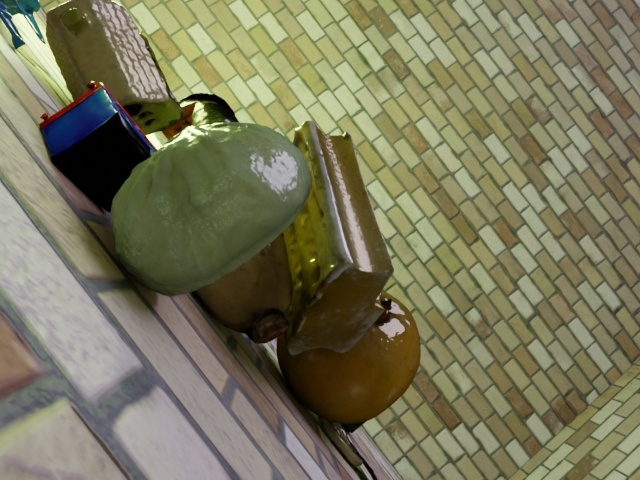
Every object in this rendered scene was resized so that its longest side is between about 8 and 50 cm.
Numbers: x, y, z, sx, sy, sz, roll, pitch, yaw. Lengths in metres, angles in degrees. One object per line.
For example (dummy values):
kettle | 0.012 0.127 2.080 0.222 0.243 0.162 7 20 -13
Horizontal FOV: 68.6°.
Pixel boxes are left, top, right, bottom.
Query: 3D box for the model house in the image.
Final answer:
model house | -0.377 -0.289 0.828 0.234 0.175 0.193 -114 -179 -85

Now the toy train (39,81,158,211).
toy train | -0.212 -0.070 0.537 0.131 0.083 0.204 45 -9 42

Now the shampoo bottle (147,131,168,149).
shampoo bottle | -0.384 -0.178 1.138 0.278 0.104 0.104 47 -9 34

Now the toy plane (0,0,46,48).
toy plane | -0.497 -0.420 0.682 0.271 0.105 0.254 99 -32 -74

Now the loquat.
loquat | 0.056 0.201 0.883 0.275 0.275 0.275 51 -8 10

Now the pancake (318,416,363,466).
pancake | 0.032 0.388 0.944 0.151 0.025 0.151 50 -8 9

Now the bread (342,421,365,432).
bread | 0.034 0.435 1.520 0.366 0.129 0.382 43 -13 49

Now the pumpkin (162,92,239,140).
pumpkin | -0.350 -0.245 1.318 0.320 0.320 0.192 49 12 26

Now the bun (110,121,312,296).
bun | -0.106 -0.041 0.432 0.118 0.195 0.195 53 -8 -14

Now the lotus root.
lotus root | -0.120 0.021 0.669 0.257 0.154 0.140 58 -13 24

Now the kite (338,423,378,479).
kite | 0.072 0.451 1.035 0.310 0.015 0.169 41 -22 54

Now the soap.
soap | 0.000 0.000 0.731 0.259 0.143 0.281 113 -26 -49
